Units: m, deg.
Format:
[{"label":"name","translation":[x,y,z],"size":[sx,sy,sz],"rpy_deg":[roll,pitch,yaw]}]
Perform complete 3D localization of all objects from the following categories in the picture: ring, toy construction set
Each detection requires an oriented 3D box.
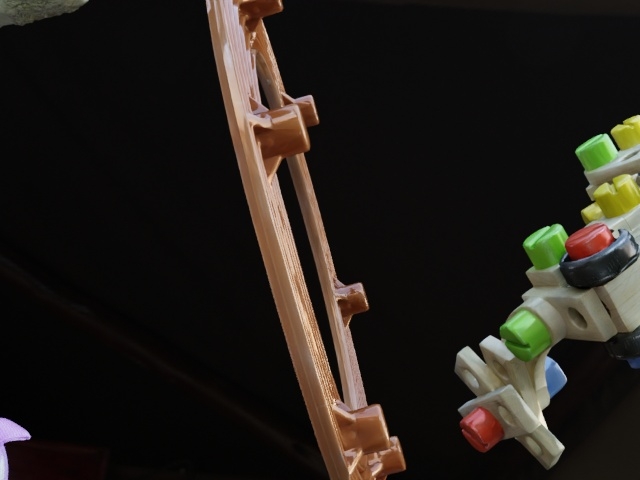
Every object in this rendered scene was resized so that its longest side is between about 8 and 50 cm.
[{"label":"ring","translation":[0.000,0.000,0.500],"size":[0.032,0.337,0.337],"rpy_deg":[-15,-42,4]},{"label":"toy construction set","translation":[0.213,0.015,0.641],"size":[0.151,0.328,0.215],"rpy_deg":[44,-15,-11]}]

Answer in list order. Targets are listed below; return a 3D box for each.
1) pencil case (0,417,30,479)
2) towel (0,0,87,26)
[{"label":"pencil case","translation":[-0.236,0.098,0.369],"size":[0.086,0.088,0.206],"rpy_deg":[11,-13,44]},{"label":"towel","translation":[-0.163,-0.143,0.423],"size":[0.110,0.148,0.027],"rpy_deg":[-16,-44,0]}]
